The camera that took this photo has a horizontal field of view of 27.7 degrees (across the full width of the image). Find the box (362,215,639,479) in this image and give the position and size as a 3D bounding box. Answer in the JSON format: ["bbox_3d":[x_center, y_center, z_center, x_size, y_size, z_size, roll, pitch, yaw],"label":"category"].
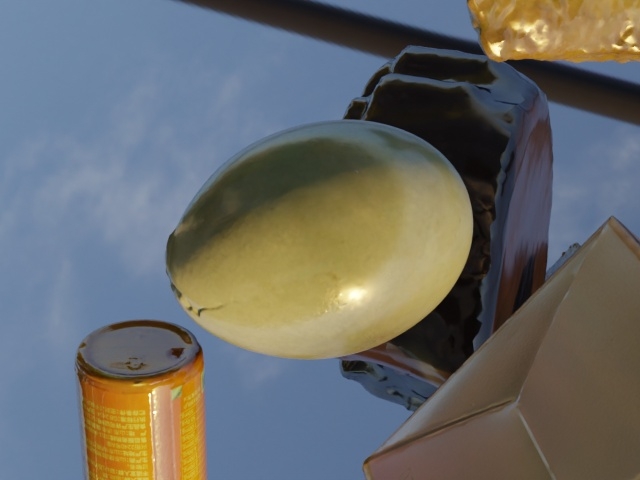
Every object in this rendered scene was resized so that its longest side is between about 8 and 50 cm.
[{"bbox_3d":[0.203,0.183,0.805,0.259,0.214,0.283,-46,-157,12],"label":"box"}]

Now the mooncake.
[{"bbox_3d":[0.111,-0.001,1.257,0.212,0.381,0.351,15,-112,17],"label":"mooncake"}]

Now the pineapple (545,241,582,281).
[{"bbox_3d":[0.295,0.102,1.510,0.236,0.114,0.186,-9,-64,16],"label":"pineapple"}]

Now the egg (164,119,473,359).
[{"bbox_3d":[0.000,0.000,0.631,0.152,0.114,0.114,-13,-115,-11],"label":"egg"}]

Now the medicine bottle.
[{"bbox_3d":[-0.133,0.163,0.985,0.096,0.096,0.192,24,-56,39],"label":"medicine bottle"}]

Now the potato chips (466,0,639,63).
[{"bbox_3d":[0.268,-0.129,0.721,0.080,0.407,0.057,-136,-136,-77],"label":"potato chips"}]
